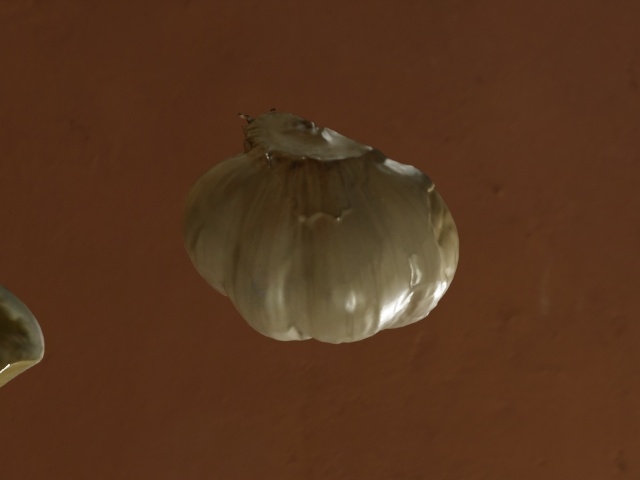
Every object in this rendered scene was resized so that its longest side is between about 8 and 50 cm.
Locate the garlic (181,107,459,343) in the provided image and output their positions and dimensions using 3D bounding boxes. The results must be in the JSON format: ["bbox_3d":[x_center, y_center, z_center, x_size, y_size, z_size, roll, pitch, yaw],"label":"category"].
[{"bbox_3d":[-0.001,0.005,0.776,0.113,0.094,0.074,7,-154,6],"label":"garlic"}]

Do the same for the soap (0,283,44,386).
[{"bbox_3d":[-0.307,0.059,0.881,0.259,0.281,0.143,33,-135,-22],"label":"soap"}]
